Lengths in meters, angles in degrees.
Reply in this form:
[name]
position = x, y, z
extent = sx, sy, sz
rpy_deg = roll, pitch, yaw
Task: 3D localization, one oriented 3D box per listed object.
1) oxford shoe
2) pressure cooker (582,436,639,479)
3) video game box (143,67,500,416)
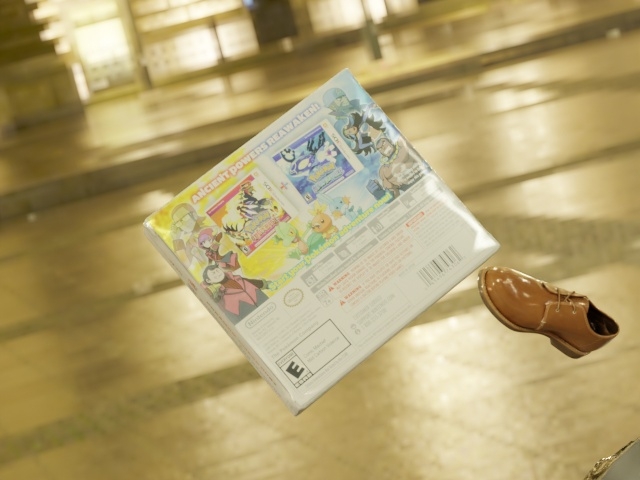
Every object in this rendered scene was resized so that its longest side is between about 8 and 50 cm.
[oxford shoe]
position = 0.270, 0.074, 2.095
extent = 0.212, 0.076, 0.076
rpy_deg = 24, -34, -36
[pressure cooker]
position = 0.352, 0.305, 1.085
extent = 0.375, 0.370, 0.420
rpy_deg = -25, 17, -8
[video game box]
position = 0.000, 0.000, 1.359
extent = 0.205, 0.187, 0.048
rpy_deg = -38, -5, -15
